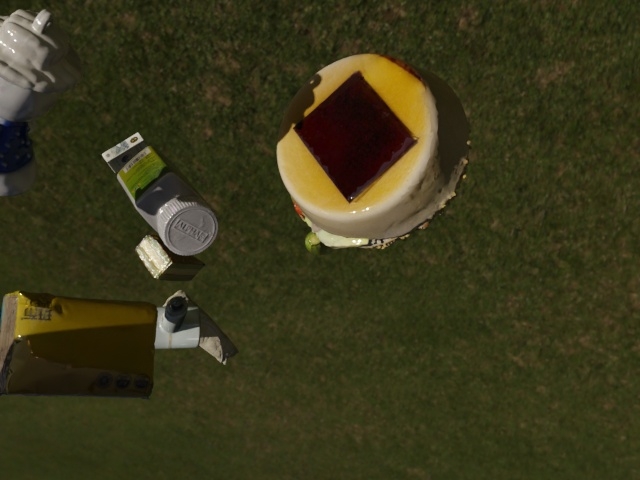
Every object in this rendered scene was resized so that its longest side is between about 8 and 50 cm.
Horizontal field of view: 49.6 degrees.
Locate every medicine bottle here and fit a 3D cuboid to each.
[{"bbox_3d":[-0.237,-0.056,1.110,0.132,0.088,0.188,50,176,-41],"label":"medicine bottle"}]

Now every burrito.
[{"bbox_3d":[-0.322,0.248,1.891,0.059,0.082,0.275,23,155,55],"label":"burrito"}]

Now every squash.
[{"bbox_3d":[0.000,0.000,1.507,0.066,0.066,0.201,22,-178,8],"label":"squash"}]

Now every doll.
[{"bbox_3d":[-0.363,-0.146,0.801,0.119,0.138,0.293,38,125,-4],"label":"doll"}]

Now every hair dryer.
[{"bbox_3d":[-0.354,0.174,1.608,0.173,0.107,0.357,0,160,-17],"label":"hair dryer"}]

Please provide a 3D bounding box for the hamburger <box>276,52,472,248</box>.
[{"bbox_3d":[0.076,-0.135,1.036,0.302,0.301,0.170,6,170,29],"label":"hamburger"}]

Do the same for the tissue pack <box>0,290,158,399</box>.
[{"bbox_3d":[-0.459,0.202,1.314,0.271,0.192,0.134,9,166,-34],"label":"tissue pack"}]

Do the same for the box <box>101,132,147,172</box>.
[{"bbox_3d":[-0.384,-0.173,1.372,0.024,0.083,0.054,53,170,15],"label":"box"}]

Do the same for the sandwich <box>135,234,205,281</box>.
[{"bbox_3d":[-0.410,0.046,1.903,0.113,0.079,0.163,51,-164,19],"label":"sandwich"}]
